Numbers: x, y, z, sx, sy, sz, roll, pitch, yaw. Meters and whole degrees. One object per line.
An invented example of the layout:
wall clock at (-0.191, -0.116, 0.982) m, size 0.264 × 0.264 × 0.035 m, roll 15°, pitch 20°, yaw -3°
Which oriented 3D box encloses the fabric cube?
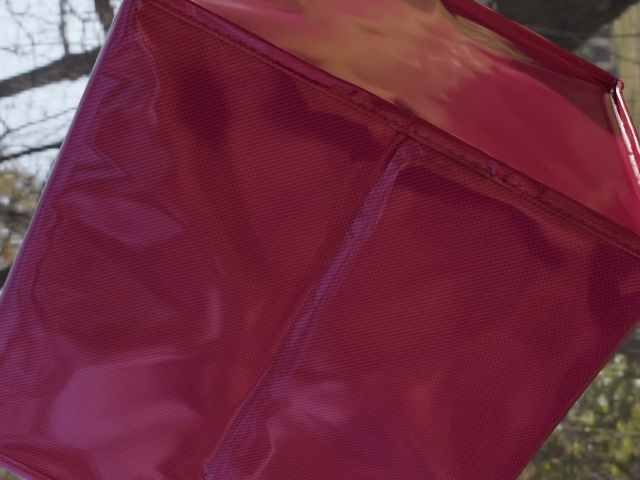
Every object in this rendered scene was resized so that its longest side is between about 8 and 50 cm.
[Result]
fabric cube at (0.000, 0.000, 0.568) m, size 0.258 × 0.259 × 0.254 m, roll -60°, pitch 4°, yaw 26°
